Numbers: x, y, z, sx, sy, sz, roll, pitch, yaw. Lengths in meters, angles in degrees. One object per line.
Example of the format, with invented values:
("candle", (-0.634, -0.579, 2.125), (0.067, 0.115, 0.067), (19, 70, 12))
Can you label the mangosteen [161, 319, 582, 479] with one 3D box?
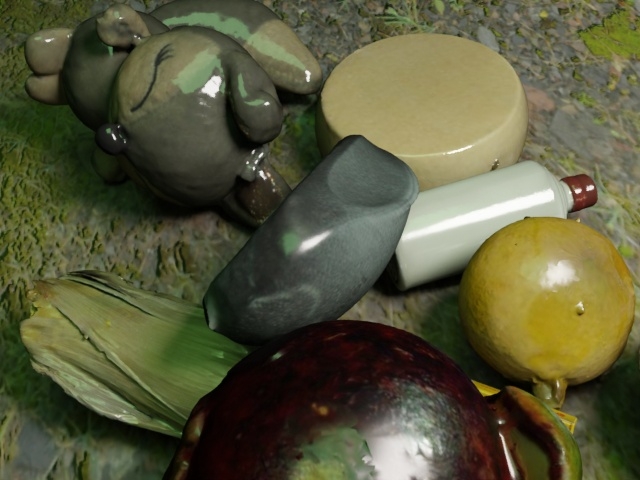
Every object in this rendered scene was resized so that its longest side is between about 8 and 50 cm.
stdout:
("mangosteen", (0.032, 0.205, 0.634), (0.311, 0.311, 0.311), (-4, 49, 5))

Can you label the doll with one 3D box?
("doll", (-0.138, -0.208, 1.036), (0.382, 0.252, 0.378), (31, 61, 23))

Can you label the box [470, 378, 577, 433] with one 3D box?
("box", (0.151, 0.179, 0.765), (0.155, 0.087, 0.023), (18, 12, 22))

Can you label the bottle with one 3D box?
("bottle", (0.189, -0.024, 0.914), (0.245, 0.104, 0.104), (-16, 49, -6))

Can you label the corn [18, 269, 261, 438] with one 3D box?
("corn", (-0.169, 0.118, 0.833), (0.305, 0.122, 0.123), (15, 96, 19))

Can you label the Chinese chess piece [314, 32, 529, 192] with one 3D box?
("Chinese chess piece", (0.125, -0.151, 1.034), (0.273, 0.102, 0.273), (-5, 48, 5))

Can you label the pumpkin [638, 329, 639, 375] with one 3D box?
("pumpkin", (0.408, 0.101, 0.679), (0.260, 0.189, 0.260), (0, 8, 0))

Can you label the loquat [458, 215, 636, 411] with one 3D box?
("loquat", (0.219, 0.068, 0.798), (0.172, 0.149, 0.204), (13, 68, -23))

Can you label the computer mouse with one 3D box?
("computer mouse", (0.001, 0.003, 0.799), (0.114, 0.203, 0.374), (41, 21, -4))
